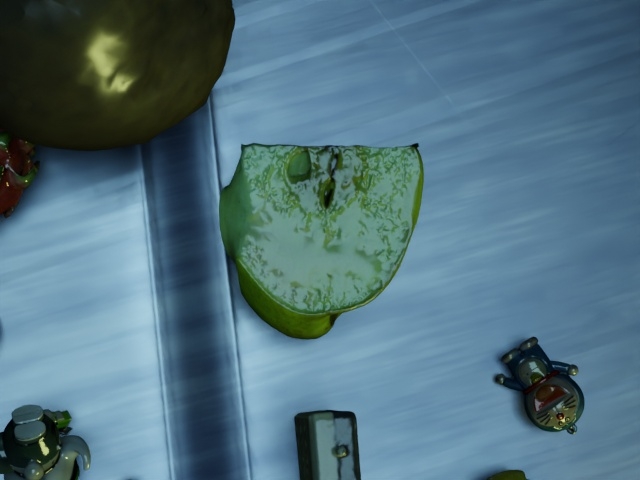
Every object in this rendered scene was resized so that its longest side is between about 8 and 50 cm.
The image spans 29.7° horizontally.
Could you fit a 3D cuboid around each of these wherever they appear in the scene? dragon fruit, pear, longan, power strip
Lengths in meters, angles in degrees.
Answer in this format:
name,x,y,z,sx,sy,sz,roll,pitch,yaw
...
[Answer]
name,x,y,z,sx,sy,sz,roll,pitch,yaw
dragon fruit,-0.493,-0.074,1.692,0.137,0.135,0.236,43,97,-6
pear,0.000,0.000,1.720,0.286,0.176,0.282,0,84,-3
longan,-0.330,-0.318,1.596,0.404,0.436,0.404,-3,85,28
power strip,0.007,0.283,1.636,0.070,0.257,0.105,-5,82,-8

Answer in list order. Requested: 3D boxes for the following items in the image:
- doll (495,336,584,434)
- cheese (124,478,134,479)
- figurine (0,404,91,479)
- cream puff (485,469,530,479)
name,x,y,z,sx,sy,sz,roll,pitch,yaw
doll,0.331,0.219,1.776,0.114,0.085,0.152,-33,77,13
cheese,-0.299,0.433,1.619,0.127,0.235,0.050,-24,126,13
figurine,-0.379,0.302,1.634,0.126,0.192,0.147,-15,46,-20
cream puff,0.287,0.441,1.694,0.221,0.195,0.195,40,79,3
